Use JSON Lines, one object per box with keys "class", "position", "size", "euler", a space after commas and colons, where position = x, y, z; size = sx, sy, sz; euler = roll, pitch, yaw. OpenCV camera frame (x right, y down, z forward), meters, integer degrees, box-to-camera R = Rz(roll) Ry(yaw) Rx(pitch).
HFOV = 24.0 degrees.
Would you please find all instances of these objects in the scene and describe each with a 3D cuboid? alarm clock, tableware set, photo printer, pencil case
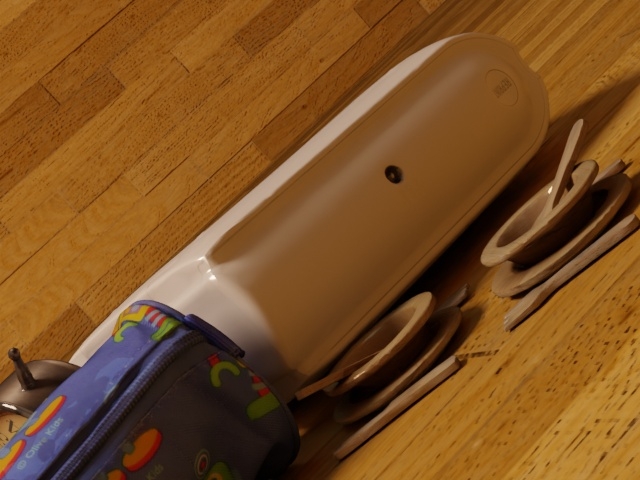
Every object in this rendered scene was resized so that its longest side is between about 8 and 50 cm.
{"class": "alarm clock", "position": [-0.155, 0.145, 0.932], "size": [0.064, 0.129, 0.192], "euler": [-46, -13, -42]}
{"class": "tableware set", "position": [0.070, 0.021, 0.755], "size": [0.194, 0.039, 0.128], "euler": [-40, 7, 16]}
{"class": "photo printer", "position": [0.000, 0.000, 0.962], "size": [0.307, 0.107, 0.256], "euler": [-43, 4, -37]}
{"class": "pencil case", "position": [-0.134, 0.156, 0.706], "size": [0.306, 0.119, 0.133], "euler": [-47, -16, -36]}
